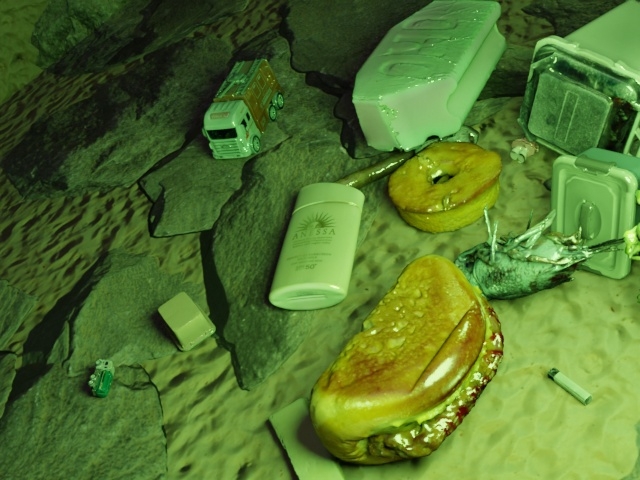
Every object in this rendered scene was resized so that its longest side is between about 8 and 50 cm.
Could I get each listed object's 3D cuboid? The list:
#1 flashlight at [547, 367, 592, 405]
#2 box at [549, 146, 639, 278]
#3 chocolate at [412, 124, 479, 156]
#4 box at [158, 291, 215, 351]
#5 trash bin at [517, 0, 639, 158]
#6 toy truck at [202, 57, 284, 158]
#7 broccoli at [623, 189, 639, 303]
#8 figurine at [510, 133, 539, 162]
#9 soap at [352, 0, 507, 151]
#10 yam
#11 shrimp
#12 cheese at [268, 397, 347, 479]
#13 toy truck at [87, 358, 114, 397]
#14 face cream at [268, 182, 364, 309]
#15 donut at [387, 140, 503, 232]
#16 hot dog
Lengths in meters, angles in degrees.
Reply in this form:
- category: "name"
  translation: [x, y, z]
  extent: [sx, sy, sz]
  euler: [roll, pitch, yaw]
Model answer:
- category: "flashlight"
  translation: [0.414, 0.241, 1.304]
  extent: [0.018, 0.018, 0.083]
  euler: [-36, 40, -13]
- category: "box"
  translation: [0.514, -0.056, 1.440]
  extent: [0.130, 0.227, 0.162]
  euler: [-31, 37, -33]
- category: "chocolate"
  translation: [0.294, -0.218, 1.840]
  extent: [0.167, 0.072, 0.072]
  euler: [-27, 39, -1]
- category: "box"
  translation: [-0.293, 0.170, 1.692]
  extent: [0.089, 0.062, 0.122]
  euler: [-34, 40, -14]
- category: "trash bin"
  translation: [0.639, -0.336, 1.674]
  extent: [0.296, 0.256, 0.367]
  euler: [33, 54, 29]
- category: "toy truck"
  translation: [-0.218, -0.371, 2.187]
  extent: [0.136, 0.162, 0.305]
  euler: [-2, 44, 24]
- category: "broccoli"
  translation: [0.644, 0.026, 1.240]
  extent: [0.324, 0.272, 0.334]
  euler: [18, 44, 32]
- category: "figurine"
  translation: [0.483, -0.232, 1.778]
  extent: [0.072, 0.054, 0.129]
  euler: [25, 61, 34]
- category: "soap"
  translation: [0.252, -0.402, 1.886]
  extent: [0.261, 0.156, 0.446]
  euler: [10, 49, 30]
- category: "yam"
  translation: [0.179, -0.187, 1.884]
  extent: [0.327, 0.045, 0.045]
  euler: [-26, 64, -6]
- category: "shrimp"
  translation: [0.361, 0.019, 1.407]
  extent: [0.372, 0.172, 0.137]
  euler: [-32, 34, 40]
- category: "cheese"
  translation: [0.010, 0.412, 1.298]
  extent: [0.085, 0.034, 0.400]
  euler: [-24, 39, -8]
- category: "toy truck"
  translation: [-0.460, 0.291, 1.658]
  extent: [0.044, 0.039, 0.083]
  euler: [1, 44, 3]
- category: "face cream"
  translation: [0.000, 0.000, 1.727]
  extent: [0.173, 0.081, 0.348]
  euler: [-6, 42, 20]
- category: "donut"
  translation: [0.273, -0.123, 1.709]
  extent: [0.253, 0.118, 0.253]
  euler: [-15, 41, 14]
- category: "hot dog"
  translation: [0.173, 0.210, 1.324]
  extent: [0.223, 0.185, 0.405]
  euler: [15, 52, 38]
